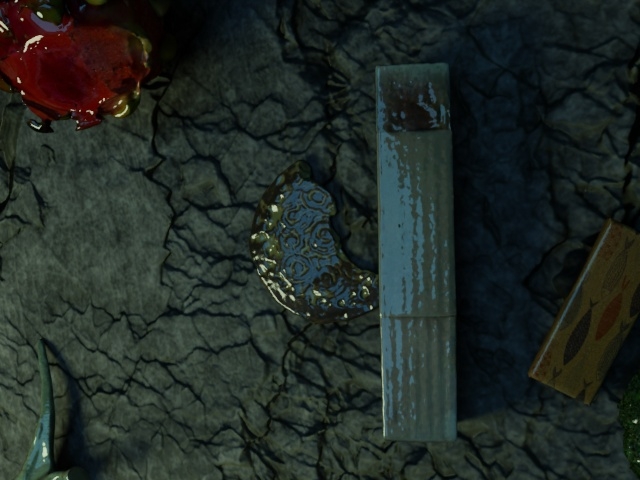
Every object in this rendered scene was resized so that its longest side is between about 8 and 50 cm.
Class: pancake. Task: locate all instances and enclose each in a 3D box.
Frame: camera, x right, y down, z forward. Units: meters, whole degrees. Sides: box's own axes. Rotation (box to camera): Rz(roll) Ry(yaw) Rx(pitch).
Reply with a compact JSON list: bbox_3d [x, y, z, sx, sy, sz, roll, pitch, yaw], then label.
[{"bbox_3d":[0.000,0.000,0.795,0.184,0.020,0.190,-4,89,24],"label":"pancake"}]

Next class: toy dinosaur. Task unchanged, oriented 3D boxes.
[{"bbox_3d":[-0.352,0.326,0.915,0.205,0.092,0.393,-23,83,27],"label":"toy dinosaur"}]

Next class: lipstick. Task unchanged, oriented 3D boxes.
[{"bbox_3d":[0.097,0.012,0.712,0.080,0.076,0.371,-1,89,5],"label":"lipstick"}]

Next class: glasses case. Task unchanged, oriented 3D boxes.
[{"bbox_3d":[0.266,0.067,0.666,0.064,0.041,0.170,26,99,10],"label":"glasses case"}]

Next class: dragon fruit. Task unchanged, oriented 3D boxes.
[{"bbox_3d":[-0.308,-0.267,0.818,0.307,0.243,0.227,11,132,20],"label":"dragon fruit"}]

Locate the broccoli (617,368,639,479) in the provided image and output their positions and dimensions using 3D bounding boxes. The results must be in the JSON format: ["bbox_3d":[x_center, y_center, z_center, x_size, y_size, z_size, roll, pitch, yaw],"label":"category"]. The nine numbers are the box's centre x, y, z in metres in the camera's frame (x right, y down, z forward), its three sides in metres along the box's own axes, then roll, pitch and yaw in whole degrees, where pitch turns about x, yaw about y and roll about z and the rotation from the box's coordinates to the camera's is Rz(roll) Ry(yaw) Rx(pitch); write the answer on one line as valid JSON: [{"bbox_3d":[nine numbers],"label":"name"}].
[{"bbox_3d":[0.395,0.135,0.517,0.297,0.297,0.297,-27,110,21],"label":"broccoli"}]
